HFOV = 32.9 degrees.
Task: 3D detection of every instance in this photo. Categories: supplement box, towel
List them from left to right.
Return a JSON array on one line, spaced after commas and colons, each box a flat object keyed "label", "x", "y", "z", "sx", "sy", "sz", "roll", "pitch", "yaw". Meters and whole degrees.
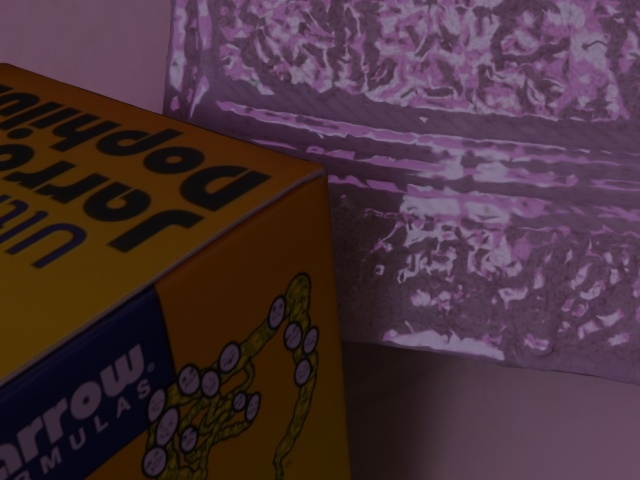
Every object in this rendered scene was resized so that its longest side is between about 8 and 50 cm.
[{"label": "supplement box", "x": -0.116, "y": 0.135, "z": 0.471, "sx": 0.194, "sy": 0.195, "sz": 0.356, "roll": 20, "pitch": 131, "yaw": 33}, {"label": "towel", "x": 0.061, "y": -0.045, "z": 0.461, "sx": 0.282, "sy": 0.049, "sz": 0.187, "roll": 8, "pitch": 101, "yaw": 16}]

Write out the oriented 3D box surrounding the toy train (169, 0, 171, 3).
[{"label": "toy train", "x": -0.073, "y": -0.074, "z": 0.609, "sx": 0.125, "sy": 0.046, "sz": 0.166, "roll": 14, "pitch": 99, "yaw": 34}]
